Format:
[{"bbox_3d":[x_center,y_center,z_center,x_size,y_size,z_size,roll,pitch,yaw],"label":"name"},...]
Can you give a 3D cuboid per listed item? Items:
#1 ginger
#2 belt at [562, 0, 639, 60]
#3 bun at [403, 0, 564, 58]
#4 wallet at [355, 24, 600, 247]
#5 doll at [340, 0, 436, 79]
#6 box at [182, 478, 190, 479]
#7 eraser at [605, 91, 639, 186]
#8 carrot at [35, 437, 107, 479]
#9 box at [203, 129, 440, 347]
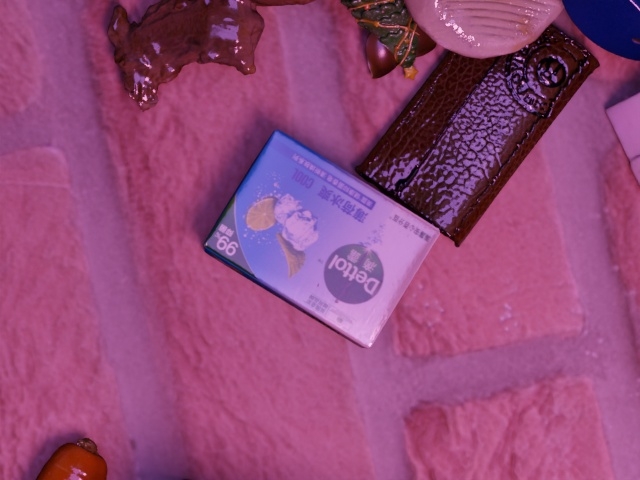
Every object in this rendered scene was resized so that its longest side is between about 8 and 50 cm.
[{"bbox_3d":[-0.076,-0.230,1.732,0.290,0.084,0.122,-25,79,14],"label":"ginger"},{"bbox_3d":[0.400,-0.299,1.724,0.347,0.117,0.212,-29,93,-23],"label":"belt"},{"bbox_3d":[0.157,-0.268,1.742,0.183,0.102,0.183,-4,101,-20],"label":"bun"},{"bbox_3d":[0.160,-0.127,1.785,0.133,0.039,0.243,38,83,3],"label":"wallet"},{"bbox_3d":[0.074,-0.216,1.765,0.078,0.076,0.113,-28,90,-13],"label":"doll"},{"bbox_3d":[0.004,0.309,1.674,0.310,0.198,0.084,15,87,-3],"label":"box"},{"bbox_3d":[0.467,0.001,1.777,0.213,0.082,0.397,-25,89,-6],"label":"eraser"},{"bbox_3d":[-0.275,0.296,1.725,0.067,0.067,0.225,29,88,-2],"label":"carrot"},{"bbox_3d":[0.000,0.000,1.751,0.194,0.073,0.139,31,85,-2],"label":"box"}]
